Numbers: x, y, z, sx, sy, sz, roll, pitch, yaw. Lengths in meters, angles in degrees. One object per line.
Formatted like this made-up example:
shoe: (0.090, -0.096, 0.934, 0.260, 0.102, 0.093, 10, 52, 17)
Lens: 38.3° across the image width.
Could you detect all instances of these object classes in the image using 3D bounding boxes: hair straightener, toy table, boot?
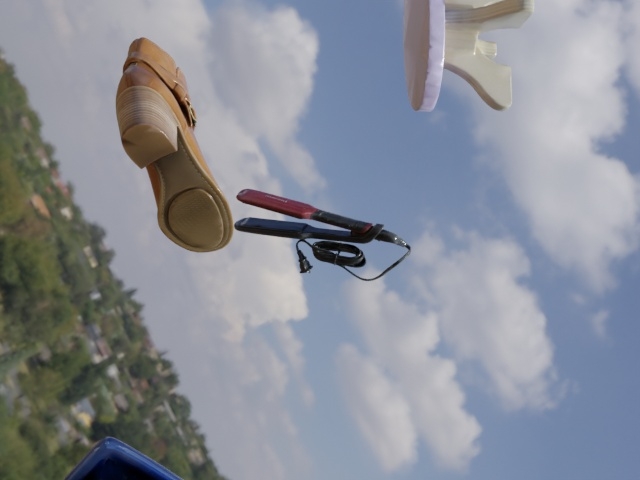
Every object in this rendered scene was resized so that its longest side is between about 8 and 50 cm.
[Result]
hair straightener: (0.000, 0.000, 1.173, 0.047, 0.230, 0.089, -65, 166, -67)
toy table: (0.232, -0.345, 1.510, 0.252, 0.160, 0.274, -167, -101, -82)
boot: (-0.211, -0.135, 1.329, 0.283, 0.109, 0.220, 56, 16, -42)

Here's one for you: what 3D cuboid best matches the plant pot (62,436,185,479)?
plant pot: (-0.133, 0.297, 0.644, 0.236, 0.236, 0.212, 39, 6, -24)
